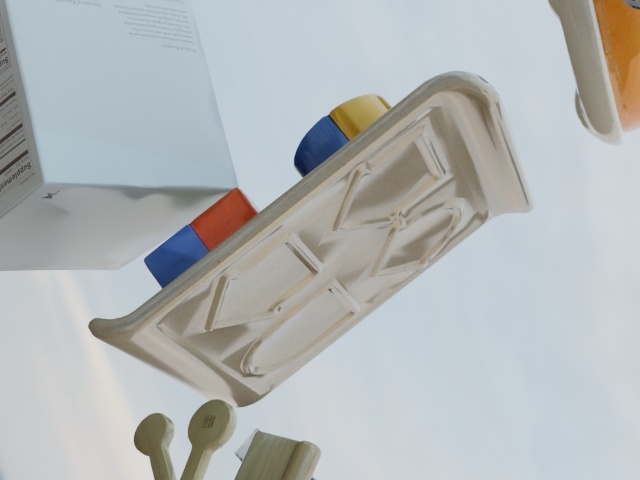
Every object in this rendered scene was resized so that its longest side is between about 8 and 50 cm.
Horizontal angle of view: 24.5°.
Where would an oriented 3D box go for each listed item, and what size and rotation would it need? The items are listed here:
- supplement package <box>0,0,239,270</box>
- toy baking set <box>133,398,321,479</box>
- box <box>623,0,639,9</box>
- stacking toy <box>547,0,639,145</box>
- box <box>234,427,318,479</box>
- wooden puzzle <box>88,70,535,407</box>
[{"bbox_3d":[-0.231,-0.128,1.279,0.198,0.199,0.262,-30,-112,43],"label":"supplement package"},{"bbox_3d":[-0.103,0.211,0.933,0.030,0.256,0.197,46,-6,-40],"label":"toy baking set"},{"bbox_3d":[0.362,-0.261,1.498,0.114,0.036,0.207,31,0,-37],"label":"box"},{"bbox_3d":[0.531,-0.334,1.843,0.350,0.480,0.350,-13,90,-77],"label":"stacking toy"},{"bbox_3d":[-0.005,0.275,1.534,0.184,0.045,0.191,45,-7,-2],"label":"box"},{"bbox_3d":[0.000,0.000,1.214,0.080,0.348,0.322,57,3,21],"label":"wooden puzzle"}]
